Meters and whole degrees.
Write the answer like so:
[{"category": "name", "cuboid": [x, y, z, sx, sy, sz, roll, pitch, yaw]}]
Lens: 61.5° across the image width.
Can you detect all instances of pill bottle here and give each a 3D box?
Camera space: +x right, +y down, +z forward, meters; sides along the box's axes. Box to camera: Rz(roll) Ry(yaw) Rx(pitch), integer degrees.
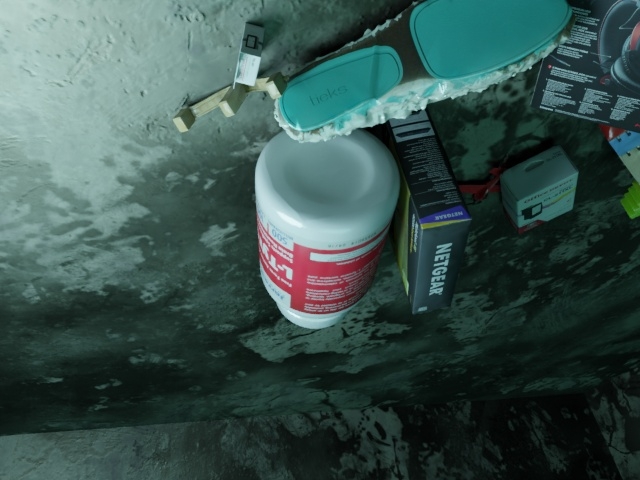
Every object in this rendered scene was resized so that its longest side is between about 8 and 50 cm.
[{"category": "pill bottle", "cuboid": [0.000, 0.000, 0.984, 0.229, 0.229, 0.408, -7, 148, -9]}]

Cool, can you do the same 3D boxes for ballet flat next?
[{"category": "ballet flat", "cuboid": [0.129, -0.247, 0.757, 0.409, 0.147, 0.147, -16, 148, 16]}]

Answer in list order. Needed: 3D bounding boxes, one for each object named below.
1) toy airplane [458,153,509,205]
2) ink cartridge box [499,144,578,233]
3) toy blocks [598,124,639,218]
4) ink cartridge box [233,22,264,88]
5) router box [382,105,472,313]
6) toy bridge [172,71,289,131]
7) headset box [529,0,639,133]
[{"category": "toy airplane", "cuboid": [0.352, -0.117, 1.109, 0.151, 0.028, 0.151, -10, 149, -6]}, {"category": "ink cartridge box", "cuboid": [0.443, -0.098, 1.099, 0.127, 0.072, 0.175, -27, 152, 10]}, {"category": "toy blocks", "cuboid": [0.670, -0.224, 0.942, 0.381, 0.191, 0.261, -33, 131, 31]}, {"category": "ink cartridge box", "cuboid": [-0.094, -0.240, 0.710, 0.028, 0.083, 0.048, 11, 143, -12]}, {"category": "router box", "cuboid": [0.176, -0.043, 0.965, 0.081, 0.243, 0.309, -12, 147, -1]}, {"category": "toy bridge", "cuboid": [-0.124, -0.204, 0.771, 0.188, 0.063, 0.026, -12, 127, 28]}, {"category": "headset box", "cuboid": [0.422, -0.287, 0.697, 0.218, 0.110, 0.293, 20, 154, 20]}]
